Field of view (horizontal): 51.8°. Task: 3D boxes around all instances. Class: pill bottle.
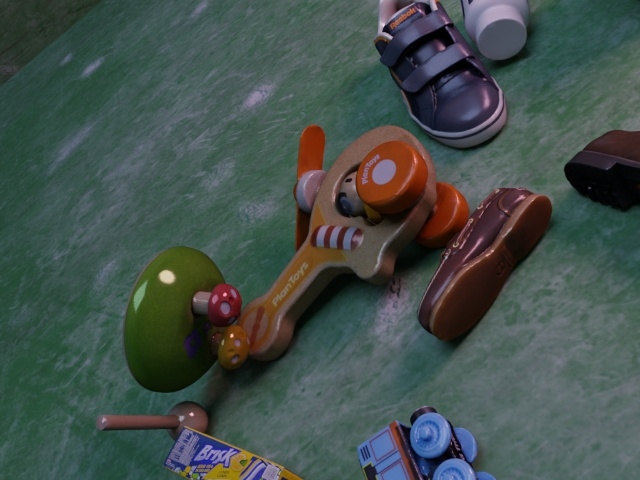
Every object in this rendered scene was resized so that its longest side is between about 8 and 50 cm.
[{"bbox_3d":[0.259,-0.347,0.980,0.094,0.094,0.169,-18,46,24],"label":"pill bottle"}]

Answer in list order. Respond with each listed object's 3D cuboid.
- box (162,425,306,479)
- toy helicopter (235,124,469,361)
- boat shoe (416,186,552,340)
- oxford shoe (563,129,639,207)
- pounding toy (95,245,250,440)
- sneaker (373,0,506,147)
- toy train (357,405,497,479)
[{"bbox_3d":[-0.097,0.265,0.743,0.169,0.059,0.054,7,60,41],"label":"box"},{"bbox_3d":[0.000,0.000,0.855,0.355,0.140,0.235,-51,47,7],"label":"toy helicopter"},{"bbox_3d":[0.174,0.022,0.743,0.207,0.073,0.073,-46,39,-16],"label":"boat shoe"},{"bbox_3d":[0.368,-0.071,0.666,0.096,0.083,0.227,-45,42,-11],"label":"oxford shoe"},{"bbox_3d":[-0.144,0.128,0.797,0.110,0.183,0.237,5,73,24],"label":"pounding toy"},{"bbox_3d":[0.156,-0.263,0.964,0.126,0.127,0.321,-32,43,8],"label":"sneaker"},{"bbox_3d":[0.108,0.242,0.598,0.105,0.080,0.184,-40,42,16],"label":"toy train"}]
